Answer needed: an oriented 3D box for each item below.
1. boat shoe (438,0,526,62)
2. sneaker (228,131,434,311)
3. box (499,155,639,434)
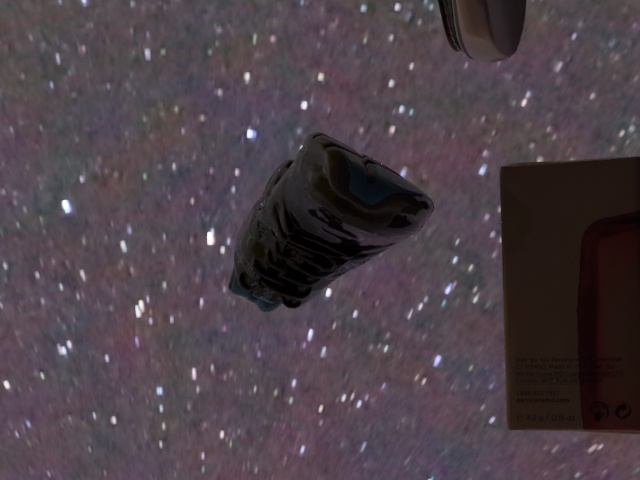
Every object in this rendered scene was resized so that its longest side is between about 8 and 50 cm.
[{"bbox_3d":[0.068,-0.207,0.832,0.076,0.080,0.228,-12,-104,27],"label":"boat shoe"},{"bbox_3d":[0.000,0.000,1.235,0.125,0.341,0.139,32,-100,-5],"label":"sneaker"},{"bbox_3d":[0.241,0.050,1.244,0.127,0.148,0.232,-3,-94,26],"label":"box"}]
